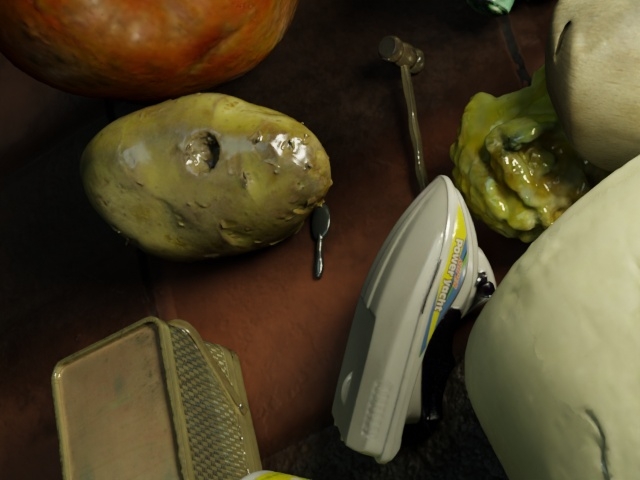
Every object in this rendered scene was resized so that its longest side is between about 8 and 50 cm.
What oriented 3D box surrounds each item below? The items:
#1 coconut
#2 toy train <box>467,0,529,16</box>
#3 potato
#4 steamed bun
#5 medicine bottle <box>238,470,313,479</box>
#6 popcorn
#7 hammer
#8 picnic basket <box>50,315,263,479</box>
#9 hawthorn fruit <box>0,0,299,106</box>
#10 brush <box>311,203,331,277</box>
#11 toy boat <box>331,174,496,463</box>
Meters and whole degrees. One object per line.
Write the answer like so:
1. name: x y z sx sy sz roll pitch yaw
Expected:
1. coconut: 0.290 -0.159 1.402 0.224 0.224 0.224 -12 68 31
2. toy train: 0.195 -0.380 1.593 0.120 0.194 0.298 16 83 38
3. potato: -0.117 -0.068 1.711 0.296 0.191 0.141 -4 41 33
4. steamed bun: 0.342 0.100 1.270 0.456 0.290 0.371 -40 58 17
5. medicine bottle: 0.029 0.306 1.506 0.258 0.143 0.143 8 79 35
6. popcorn: 0.208 -0.084 1.530 0.173 0.142 0.173 -40 36 38
7. hammer: 0.102 -0.071 1.647 0.029 0.058 0.292 -20 69 34
8. picnic basket: -0.168 0.224 1.664 0.165 0.139 0.267 -27 59 24
9. hawthorn fruit: -0.183 -0.323 1.685 0.403 0.403 0.403 -12 68 31
10. brush: 0.000 0.000 1.711 0.024 0.008 0.083 -8 70 30
11. toy boat: 0.099 0.079 1.540 0.141 0.141 0.269 36 102 37
